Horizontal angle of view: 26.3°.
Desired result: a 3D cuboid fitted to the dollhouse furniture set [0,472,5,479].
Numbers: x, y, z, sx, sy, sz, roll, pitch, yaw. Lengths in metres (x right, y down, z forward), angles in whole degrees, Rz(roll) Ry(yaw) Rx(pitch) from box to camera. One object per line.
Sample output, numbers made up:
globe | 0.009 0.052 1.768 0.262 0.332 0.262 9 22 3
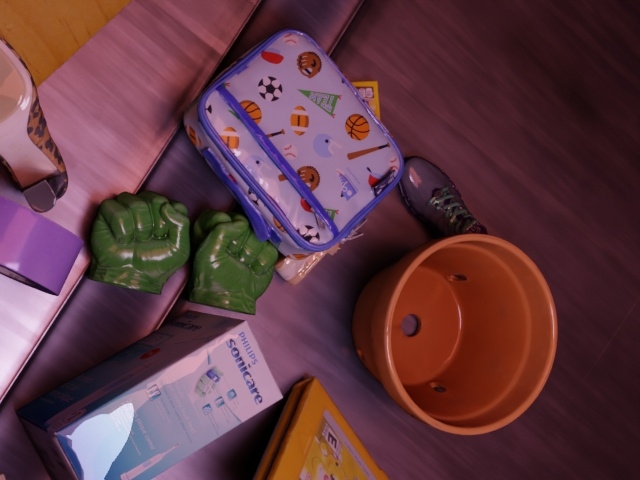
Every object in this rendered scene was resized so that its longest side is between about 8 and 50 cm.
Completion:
dollhouse furniture set | -0.393 0.473 1.633 0.394 0.256 0.362 -11 80 -39

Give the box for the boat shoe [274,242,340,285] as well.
boat shoe | 0.000 0.000 2.046 0.170 0.063 0.059 -41 115 -14

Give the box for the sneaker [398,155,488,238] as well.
sneaker | 0.211 -0.042 2.120 0.083 0.098 0.223 -43 108 -19

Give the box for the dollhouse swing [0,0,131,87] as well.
dollhouse swing | -0.457 -0.429 1.818 0.347 0.305 0.315 -47 150 -18

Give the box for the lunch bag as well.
lunch bag | -0.036 -0.128 1.948 0.243 0.115 0.303 -42 98 -26

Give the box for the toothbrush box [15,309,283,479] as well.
toothbrush box | -0.233 0.221 1.850 0.295 0.216 0.126 -29 103 -21

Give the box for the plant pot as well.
plant pot | 0.178 0.132 2.050 0.291 0.203 0.291 -1 92 -26

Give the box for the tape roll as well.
tape roll | -0.409 -0.002 1.776 0.189 0.189 0.080 29 79 -23

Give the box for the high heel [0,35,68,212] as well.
high heel | -0.402 -0.165 1.782 0.093 0.186 0.261 -20 102 -5

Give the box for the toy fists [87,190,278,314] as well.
toy fists | -0.189 0.013 1.934 0.279 0.096 0.142 13 84 -24

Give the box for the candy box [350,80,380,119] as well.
candy box | -0.005 -0.183 2.055 0.206 0.027 0.105 -6 96 -25

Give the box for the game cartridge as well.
game cartridge | 0.033 0.397 1.974 0.323 0.053 0.285 54 27 -16
